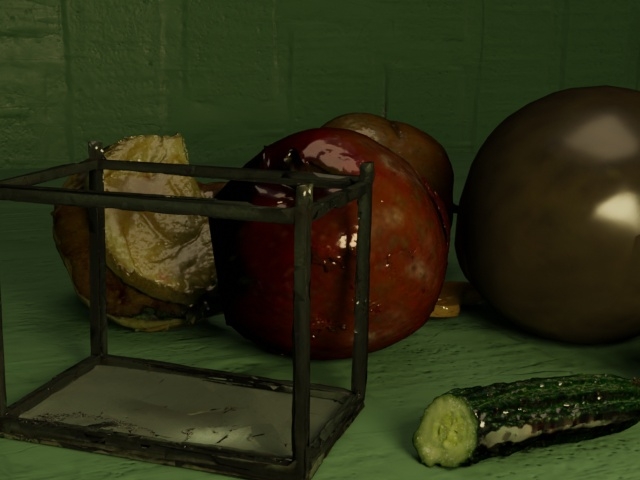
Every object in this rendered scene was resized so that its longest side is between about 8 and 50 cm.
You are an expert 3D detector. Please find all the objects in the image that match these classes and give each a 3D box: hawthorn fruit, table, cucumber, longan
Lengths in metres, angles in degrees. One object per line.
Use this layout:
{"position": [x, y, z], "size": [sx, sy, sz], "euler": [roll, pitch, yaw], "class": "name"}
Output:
{"position": [0.108, -0.071, 1.644], "size": [0.300, 0.268, 0.268], "euler": [7, 10, -17], "class": "hawthorn fruit"}
{"position": [-0.137, 0.053, 0.998], "size": [0.334, 0.272, 0.222], "euler": [5, 12, 17], "class": "table"}
{"position": [0.217, 0.170, 0.980], "size": [0.265, 0.077, 0.077], "euler": [-3, 13, -29], "class": "cucumber"}
{"position": [0.001, 0.010, 1.214], "size": [0.315, 0.316, 0.316], "euler": [1, 12, 0], "class": "hawthorn fruit"}
{"position": [0.354, -0.034, 1.332], "size": [0.404, 0.336, 0.404], "euler": [-28, 9, 5], "class": "longan"}

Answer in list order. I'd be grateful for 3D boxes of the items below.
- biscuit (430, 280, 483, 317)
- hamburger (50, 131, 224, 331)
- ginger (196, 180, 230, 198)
{"position": [0.131, 0.090, 1.415], "size": [0.158, 0.035, 0.240], "euler": [6, 13, 33], "class": "biscuit"}
{"position": [-0.246, -0.005, 1.338], "size": [0.211, 0.309, 0.132], "euler": [-11, -27, -26], "class": "hamburger"}
{"position": [-0.239, 0.005, 1.522], "size": [0.321, 0.172, 0.165], "euler": [-16, 59, -31], "class": "ginger"}
